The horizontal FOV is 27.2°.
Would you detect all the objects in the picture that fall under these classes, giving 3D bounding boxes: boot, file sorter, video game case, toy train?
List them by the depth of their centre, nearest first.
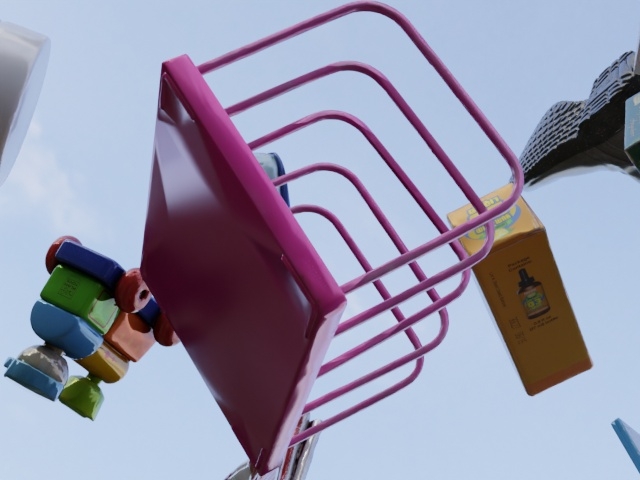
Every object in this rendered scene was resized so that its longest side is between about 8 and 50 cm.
[{"bbox_3d":[0.000,0.000,0.967,0.202,0.182,0.290,56,-24,20],"label":"file sorter"},{"bbox_3d":[-0.198,0.110,1.256,0.105,0.143,0.248,23,-16,26],"label":"toy train"},{"bbox_3d":[0.424,0.294,1.613,0.015,0.119,0.166,-42,-53,15],"label":"video game case"},{"bbox_3d":[0.393,-0.093,1.670,0.223,0.118,0.338,30,-20,-9],"label":"boot"}]

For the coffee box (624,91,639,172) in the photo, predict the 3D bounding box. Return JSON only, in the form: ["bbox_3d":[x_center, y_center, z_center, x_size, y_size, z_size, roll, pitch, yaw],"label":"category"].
[{"bbox_3d":[0.345,-0.048,1.230,0.040,0.113,0.184,-29,-69,27],"label":"coffee box"}]

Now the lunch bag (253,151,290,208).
[{"bbox_3d":[-0.121,-0.028,1.916,0.090,0.176,0.219,-3,-9,-29],"label":"lunch bag"}]

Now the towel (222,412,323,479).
[{"bbox_3d":[-0.105,0.307,1.198,0.037,0.237,0.329,27,-38,-10],"label":"towel"}]

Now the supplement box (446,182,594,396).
[{"bbox_3d":[0.198,0.052,1.296,0.078,0.080,0.233,-25,-43,3],"label":"supplement box"}]

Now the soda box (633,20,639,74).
[{"bbox_3d":[0.330,-0.232,1.185,0.074,0.069,0.216,9,-26,11],"label":"soda box"}]

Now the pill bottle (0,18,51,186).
[{"bbox_3d":[-0.375,-0.150,1.071,0.283,0.160,0.160,19,-39,-7],"label":"pill bottle"}]
